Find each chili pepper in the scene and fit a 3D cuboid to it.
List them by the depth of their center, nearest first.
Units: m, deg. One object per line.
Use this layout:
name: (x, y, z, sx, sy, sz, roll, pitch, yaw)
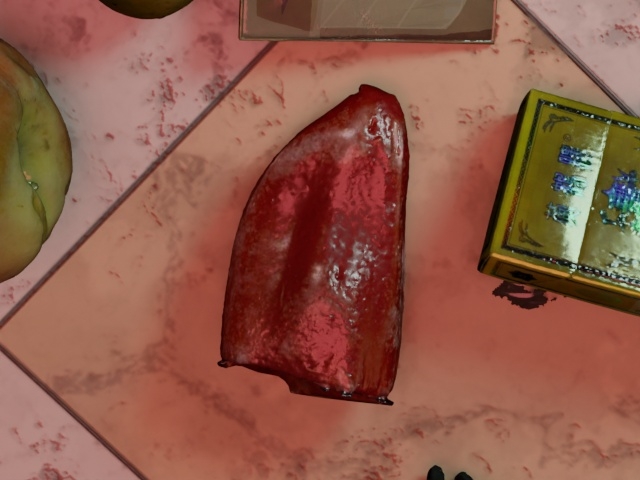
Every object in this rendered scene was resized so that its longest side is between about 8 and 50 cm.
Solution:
chili pepper: (0.000, 0.000, 1.497, 0.144, 0.136, 0.252, 14, 97, 47)

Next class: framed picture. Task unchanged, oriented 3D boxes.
framed picture: (0.039, -0.218, 1.453, 0.201, 0.010, 0.136, 0, 104, -9)

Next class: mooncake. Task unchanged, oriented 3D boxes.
mooncake: (0.213, 0.167, 1.545, 0.150, 0.057, 0.346, -38, 108, -11)

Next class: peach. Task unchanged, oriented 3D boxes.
peach: (-0.315, -0.051, 1.449, 0.236, 0.214, 0.214, -12, 103, 14)

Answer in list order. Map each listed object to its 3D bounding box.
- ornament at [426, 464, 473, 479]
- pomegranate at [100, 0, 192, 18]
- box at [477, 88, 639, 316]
ornament: (0.096, 0.325, 1.517, 0.080, 0.202, 0.236, 10, 108, -8)
pomegranate: (-0.125, -0.230, 1.440, 0.130, 0.130, 0.130, 1, 104, 4)
box: (0.243, -0.017, 1.455, 0.220, 0.064, 0.141, 15, 74, -2)
